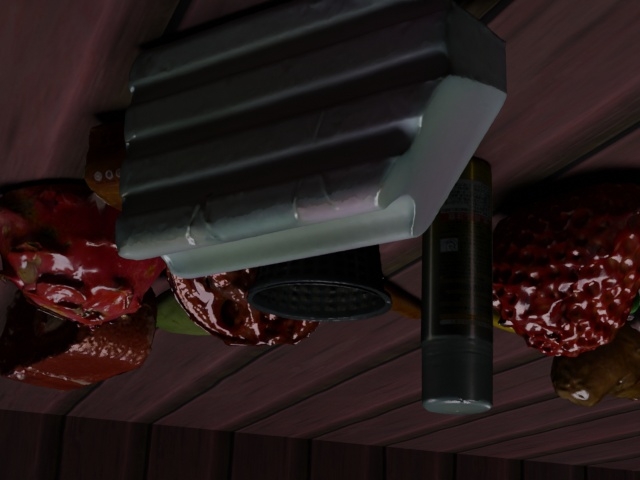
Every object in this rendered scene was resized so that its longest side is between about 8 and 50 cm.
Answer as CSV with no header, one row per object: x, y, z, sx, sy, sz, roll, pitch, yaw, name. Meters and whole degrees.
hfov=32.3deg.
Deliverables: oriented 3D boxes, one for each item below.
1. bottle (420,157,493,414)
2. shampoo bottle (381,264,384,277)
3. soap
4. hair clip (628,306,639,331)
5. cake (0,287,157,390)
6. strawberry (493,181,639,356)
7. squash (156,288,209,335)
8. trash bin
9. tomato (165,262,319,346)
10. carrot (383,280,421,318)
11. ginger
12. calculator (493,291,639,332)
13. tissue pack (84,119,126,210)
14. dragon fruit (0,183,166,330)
0.155,0.051,1.252,0.082,0.286,0.082,2,161,1,bottle
0.017,0.064,1.661,0.183,0.050,0.087,-17,120,46,shampoo bottle
-0.016,-0.096,0.962,0.346,0.208,0.115,-11,159,34,soap
0.412,0.104,1.680,0.300,0.069,0.173,-2,-170,36,hair clip
-0.386,0.129,1.738,0.151,0.177,0.283,19,150,-40,cake
0.318,0.021,1.342,0.205,0.205,0.244,15,137,-33,strawberry
-0.131,0.087,1.668,0.370,0.118,0.118,-16,154,39,squash
0.000,0.000,1.318,0.175,0.161,0.175,1,163,0,trash bin
-0.096,0.040,1.484,0.227,0.101,0.228,7,131,8,tomato
0.113,0.093,1.775,0.043,0.043,0.248,-8,161,29,carrot
0.500,0.184,1.776,0.321,0.172,0.165,-6,129,-16,ginger
0.312,0.063,1.492,0.234,0.146,0.032,1,150,4,calculator
-0.119,-0.077,1.215,0.226,0.092,0.183,-4,160,22,tissue pack
-0.303,0.006,1.437,0.261,0.163,0.189,13,131,-27,dragon fruit
